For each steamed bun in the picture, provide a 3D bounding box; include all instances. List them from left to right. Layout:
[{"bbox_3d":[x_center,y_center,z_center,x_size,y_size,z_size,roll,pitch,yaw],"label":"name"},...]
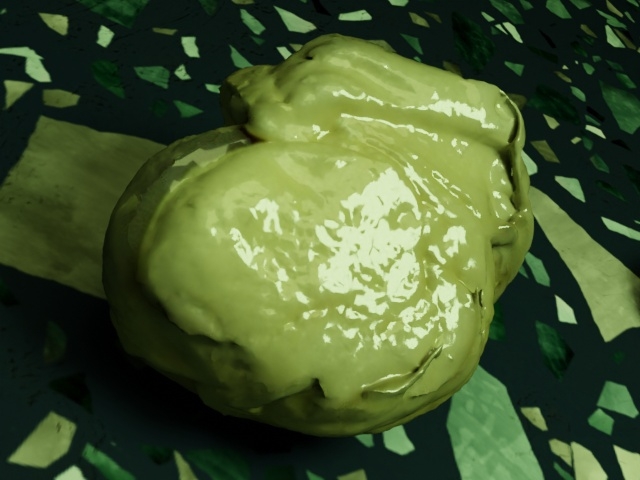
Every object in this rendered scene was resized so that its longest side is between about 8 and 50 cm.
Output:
[{"bbox_3d":[0.005,0.001,0.793,0.325,0.230,0.372,44,68,-12],"label":"steamed bun"}]
